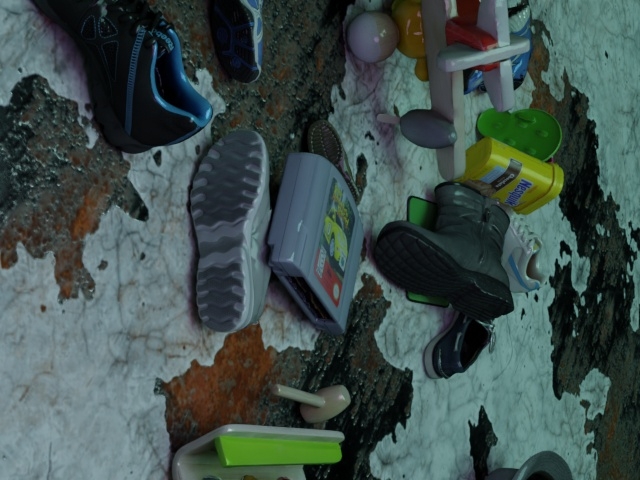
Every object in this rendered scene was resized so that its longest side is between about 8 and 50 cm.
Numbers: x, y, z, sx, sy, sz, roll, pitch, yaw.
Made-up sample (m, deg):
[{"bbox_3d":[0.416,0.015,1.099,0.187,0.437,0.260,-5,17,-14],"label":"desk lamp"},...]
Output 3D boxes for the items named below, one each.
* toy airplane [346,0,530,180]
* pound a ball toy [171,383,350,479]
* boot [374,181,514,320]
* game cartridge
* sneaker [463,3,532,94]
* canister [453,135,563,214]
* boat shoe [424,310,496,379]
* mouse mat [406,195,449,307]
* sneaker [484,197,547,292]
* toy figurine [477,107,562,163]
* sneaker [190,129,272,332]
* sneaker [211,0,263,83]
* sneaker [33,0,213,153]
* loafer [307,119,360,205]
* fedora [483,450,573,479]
[{"bbox_3d":[0.180,-0.331,1.926,0.384,0.272,0.386,81,3,-70],"label":"toy airplane"},{"bbox_3d":[-0.069,0.307,1.652,0.319,0.136,0.208,16,48,-53],"label":"pound a ball toy"},{"bbox_3d":[0.213,-0.012,2.079,0.338,0.118,0.222,32,47,-41],"label":"boot"},{"bbox_3d":[0.000,0.000,1.747,0.294,0.060,0.196,57,37,-61],"label":"game cartridge"},{"bbox_3d":[0.336,-0.339,2.265,0.330,0.130,0.147,-41,117,-49],"label":"sneaker"},{"bbox_3d":[0.347,-0.121,2.213,0.170,0.126,0.073,21,57,-24],"label":"canister"},{"bbox_3d":[0.276,0.168,2.164,0.254,0.079,0.095,-35,113,-51],"label":"boat shoe"},{"bbox_3d":[0.196,0.022,2.132,0.152,0.007,0.189,14,76,-53],"label":"mouse mat"},{"bbox_3d":[0.383,-0.009,2.324,0.087,0.092,0.228,-29,109,-50],"label":"sneaker"},{"bbox_3d":[0.398,-0.173,2.350,0.130,0.173,0.159,-56,153,-16],"label":"toy figurine"},{"bbox_3d":[-0.116,-0.012,1.643,0.115,0.105,0.281,19,77,-69],"label":"sneaker"},{"bbox_3d":[-0.108,-0.330,1.681,0.081,0.080,0.211,-16,100,-51],"label":"sneaker"},{"bbox_3d":[-0.241,-0.270,1.438,0.125,0.140,0.341,-52,125,-42],"label":"sneaker"},{"bbox_3d":[0.018,-0.119,1.863,0.050,0.056,0.148,-105,176,-82],"label":"loafer"},{"bbox_3d":[0.351,0.516,2.191,0.244,0.124,0.275,32,70,-46],"label":"fedora"}]
